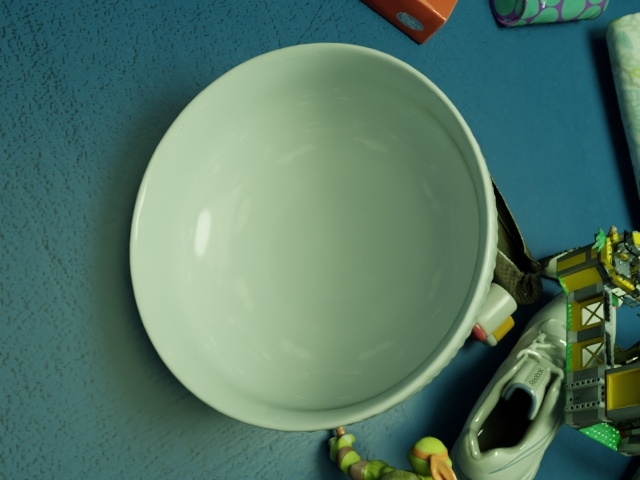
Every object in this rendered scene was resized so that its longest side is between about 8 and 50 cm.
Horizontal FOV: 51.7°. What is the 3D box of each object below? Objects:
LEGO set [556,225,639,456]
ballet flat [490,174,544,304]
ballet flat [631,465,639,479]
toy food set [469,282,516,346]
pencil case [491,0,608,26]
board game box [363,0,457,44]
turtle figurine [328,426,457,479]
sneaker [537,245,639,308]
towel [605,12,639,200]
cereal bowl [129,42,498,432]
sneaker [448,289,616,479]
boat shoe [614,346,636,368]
[{"bbox_3d":[0.405,0.120,0.663,0.331,0.192,0.255,37,52,-17],"label":"LEGO set"},{"bbox_3d":[0.197,-0.035,0.791,0.084,0.058,0.249,-28,91,-23],"label":"ballet flat"},{"bbox_3d":[0.438,0.267,0.817,0.072,0.068,0.213,45,68,-34],"label":"ballet flat"},{"bbox_3d":[0.111,0.046,0.720,0.104,0.111,0.232,-43,97,-10],"label":"toy food set"},{"bbox_3d":[0.309,-0.325,0.882,0.152,0.064,0.070,-11,100,-22],"label":"pencil case"},{"bbox_3d":[0.062,-0.432,0.809,0.317,0.064,0.242,32,71,-12],"label":"board game box"},{"bbox_3d":[0.088,0.277,0.617,0.087,0.270,0.217,10,98,-57],"label":"turtle figurine"},{"bbox_3d":[0.349,0.050,0.832,0.161,0.057,0.075,1,74,-23],"label":"sneaker"},{"bbox_3d":[0.587,-0.163,0.948,0.375,0.090,0.320,-7,80,-22],"label":"towel"},{"bbox_3d":[0.000,0.000,0.621,0.339,0.141,0.339,-4,78,20],"label":"cereal bowl"},{"bbox_3d":[0.246,0.155,0.722,0.111,0.129,0.297,28,65,25],"label":"sneaker"},{"bbox_3d":[0.376,0.160,0.827,0.153,0.056,0.048,19,84,-15],"label":"boat shoe"}]
